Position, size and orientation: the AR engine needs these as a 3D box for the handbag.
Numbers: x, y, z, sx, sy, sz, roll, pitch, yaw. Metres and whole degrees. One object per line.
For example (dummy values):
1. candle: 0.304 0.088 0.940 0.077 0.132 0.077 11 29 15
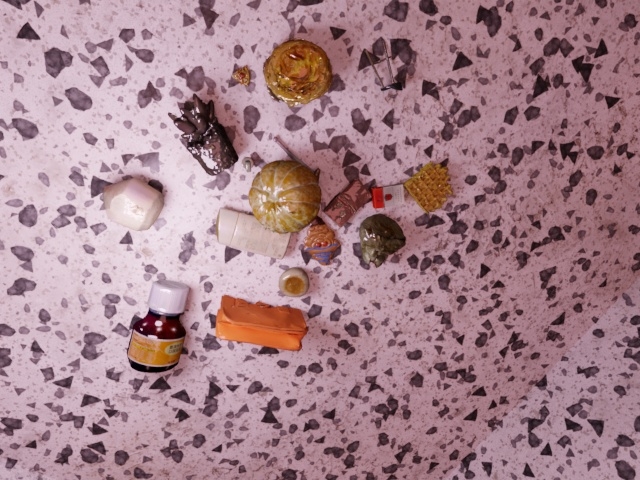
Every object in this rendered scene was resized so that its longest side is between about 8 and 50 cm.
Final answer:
1. handbag: -0.276 0.381 1.895 0.411 0.303 0.116 13 102 -16

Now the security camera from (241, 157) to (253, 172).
1. security camera: -0.323 -0.334 1.780 0.058 0.092 0.058 -3 108 -8

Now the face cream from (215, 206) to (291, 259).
1. face cream: -0.319 -0.028 1.878 0.349 0.081 0.173 15 103 -14

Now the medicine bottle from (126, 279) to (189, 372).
1. medicine bottle: -0.736 0.386 1.847 0.243 0.242 0.394 11 98 -13

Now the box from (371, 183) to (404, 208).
1. box: 0.328 -0.217 1.959 0.152 0.048 0.100 -11 107 -9

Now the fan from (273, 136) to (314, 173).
1. fan: -0.117 -0.366 1.846 0.282 0.023 0.057 42 104 -19

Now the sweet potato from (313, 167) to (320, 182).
1. sweet potato: -0.046 -0.207 1.879 0.075 0.074 0.269 19 101 -15

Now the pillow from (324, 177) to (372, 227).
1. pillow: 0.133 -0.181 1.936 0.232 0.043 0.126 -46 108 4

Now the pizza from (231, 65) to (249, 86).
1. pizza: -0.338 -0.694 1.705 0.078 0.025 0.083 -9 109 -10

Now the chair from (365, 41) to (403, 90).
1. chair: 0.281 -0.750 1.772 0.095 0.104 0.221 -19 106 23

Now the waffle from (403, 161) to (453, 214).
1. waffle: 0.555 -0.265 1.979 0.219 0.057 0.229 -43 110 4

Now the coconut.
1. coconut: -0.794 -0.153 1.689 0.234 0.224 0.224 29 100 -29

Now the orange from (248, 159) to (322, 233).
1. orange: -0.156 -0.191 1.752 0.330 0.249 0.328 2 99 15

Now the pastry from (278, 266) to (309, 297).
1. pastry: -0.129 0.206 1.980 0.157 0.092 0.156 -2 104 -9

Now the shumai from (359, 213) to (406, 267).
1. shumai: 0.278 0.005 1.971 0.256 0.189 0.218 8 124 -28

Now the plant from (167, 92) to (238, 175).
1. plant: -0.477 -0.441 1.678 0.194 0.181 0.320 -31 114 0

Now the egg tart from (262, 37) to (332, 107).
1. egg tart: -0.096 -0.700 1.704 0.298 0.132 0.296 0 96 1

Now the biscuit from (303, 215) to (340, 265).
1. biscuit: 0.000 0.000 1.973 0.184 0.043 0.279 -16 112 -8
